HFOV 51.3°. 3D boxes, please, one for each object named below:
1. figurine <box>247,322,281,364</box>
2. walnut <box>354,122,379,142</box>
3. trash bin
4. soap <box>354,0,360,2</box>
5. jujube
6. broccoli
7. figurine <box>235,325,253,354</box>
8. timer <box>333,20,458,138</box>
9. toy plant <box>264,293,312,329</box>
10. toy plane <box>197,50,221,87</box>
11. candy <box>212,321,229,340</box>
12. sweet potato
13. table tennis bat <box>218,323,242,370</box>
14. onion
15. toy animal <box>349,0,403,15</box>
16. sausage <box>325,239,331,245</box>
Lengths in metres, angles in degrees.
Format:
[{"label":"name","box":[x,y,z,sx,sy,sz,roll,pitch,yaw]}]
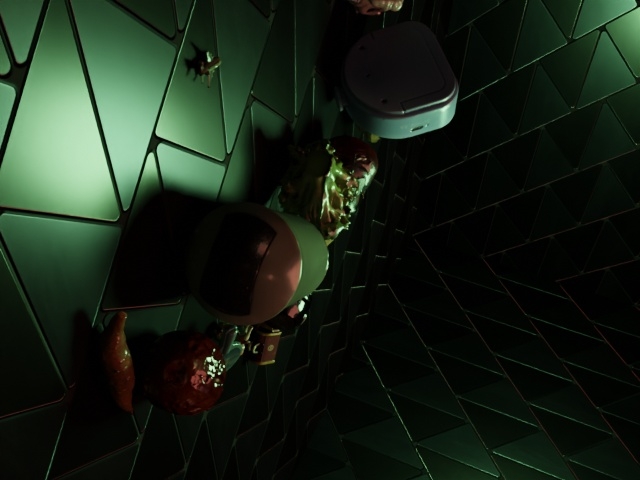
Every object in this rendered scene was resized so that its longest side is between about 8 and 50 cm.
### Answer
[{"label":"figurine","box":[-0.194,0.328,2.161,0.098,0.082,0.154,-12,121,-49]},{"label":"walnut","box":[0.181,-0.476,2.387,0.204,0.141,0.238,8,99,-86]},{"label":"trash bin","box":[-0.143,0.051,1.651,0.432,0.280,0.280,-3,110,-77]},{"label":"soap","box":[0.089,-0.778,1.869,0.122,0.065,0.203,-29,135,-67]},{"label":"jujube","box":[-0.307,0.303,1.523,0.290,0.197,0.197,107,5,-76]},{"label":"broccoli","box":[-0.015,-0.158,1.883,0.248,0.288,0.245,-38,155,-9]},{"label":"figurine","box":[-0.237,0.297,1.992,0.047,0.064,0.109,9,114,-50]},{"label":"timer","box":[0.229,-0.502,2.156,0.173,0.395,0.395,77,35,-65]},{"label":"toy plant","box":[-0.103,0.144,2.058,0.218,0.175,0.235,-45,-151,53]},{"label":"toy plane","box":[-0.227,-0.353,1.349,0.083,0.033,0.080,-65,163,-47]},{"label":"candy","box":[-0.269,0.283,1.897,0.058,0.062,0.194,-61,171,-26]},{"label":"sweet potato","box":[-0.409,0.265,1.351,0.072,0.066,0.314,-102,-167,-50]},{"label":"table tennis bat","box":[-0.266,0.307,1.811,0.149,0.038,0.237,-21,148,-39]},{"label":"onion","box":[0.059,-0.204,2.154,0.281,0.221,0.281,-27,139,-26]},{"label":"toy animal","box":[0.186,-0.787,2.028,0.208,0.156,0.204,-44,144,-52]},{"label":"sausage","box":[-0.001,0.002,2.445,0.301,0.066,0.065,-37,142,-60]}]
